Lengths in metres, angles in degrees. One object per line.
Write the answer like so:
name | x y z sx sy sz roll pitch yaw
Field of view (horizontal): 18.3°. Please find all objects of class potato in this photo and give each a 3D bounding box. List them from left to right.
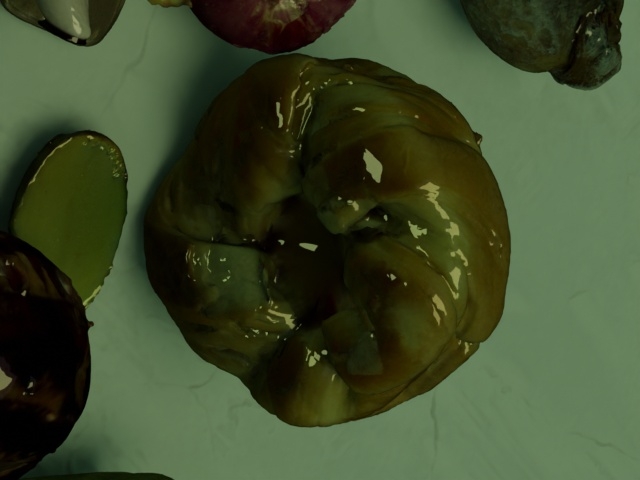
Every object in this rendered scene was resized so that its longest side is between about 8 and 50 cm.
potato | -0.240 -0.016 1.834 0.119 0.054 0.197 -17 125 -32

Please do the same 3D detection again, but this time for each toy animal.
toy animal | -0.266 -0.239 1.637 0.182 0.127 0.131 19 143 -19

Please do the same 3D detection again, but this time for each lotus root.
lotus root | 0.204 -0.310 1.972 0.175 0.175 0.349 -32 123 -22

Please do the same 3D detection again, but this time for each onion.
onion | -0.046 -0.258 1.805 0.177 0.153 0.177 -12 114 -28

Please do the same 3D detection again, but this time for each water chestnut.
water chestnut | -0.336 0.087 1.701 0.300 0.300 0.300 -17 120 -31

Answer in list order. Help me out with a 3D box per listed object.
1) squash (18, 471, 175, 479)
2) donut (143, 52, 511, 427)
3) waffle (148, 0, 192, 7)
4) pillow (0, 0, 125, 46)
squash | -0.296 0.332 1.855 0.309 0.210 0.233 2 97 -43
donut | 0.000 0.000 1.844 0.170 0.360 0.360 -10 117 -50
waffle | -0.190 -0.302 1.604 0.309 0.283 0.065 -23 163 -48
pillow | -0.193 -0.281 1.754 0.130 0.033 0.217 21 95 -41
